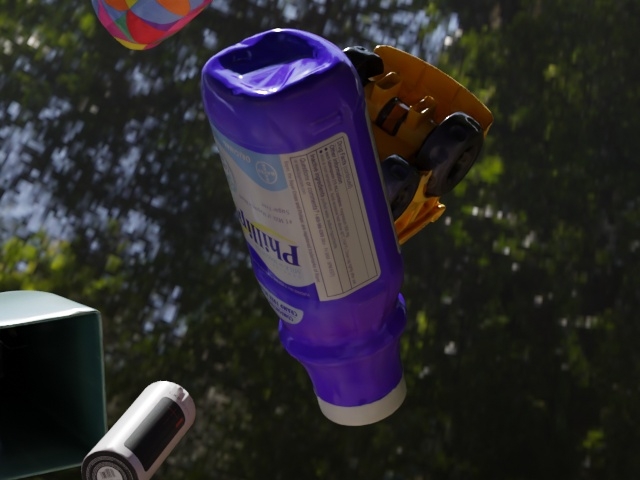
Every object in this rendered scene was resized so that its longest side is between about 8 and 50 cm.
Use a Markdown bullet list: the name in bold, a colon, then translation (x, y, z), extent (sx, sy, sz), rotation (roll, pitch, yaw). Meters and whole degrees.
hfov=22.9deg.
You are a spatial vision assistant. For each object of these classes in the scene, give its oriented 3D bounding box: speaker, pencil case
- **speaker**: translation (-0.158, 0.176, 1.390), extent (0.055, 0.136, 0.055), rotation (6, -68, 16)
- **pencil case**: translation (-0.125, -0.254, 1.431), extent (0.104, 0.104, 0.236), rotation (39, -28, -19)

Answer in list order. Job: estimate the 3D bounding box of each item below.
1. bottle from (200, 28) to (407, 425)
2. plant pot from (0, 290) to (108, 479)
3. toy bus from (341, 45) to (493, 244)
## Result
- **bottle**: translation (0.000, 0.000, 1.074), extent (0.092, 0.118, 0.283), rotation (-28, -54, -19)
- **plant pot**: translation (-0.352, 0.139, 1.705), extent (0.165, 0.234, 0.165), rotation (-8, -74, -28)
- **toy bus**: translation (0.024, -0.042, 1.422), extent (0.149, 0.220, 0.211), rotation (37, -46, 19)
